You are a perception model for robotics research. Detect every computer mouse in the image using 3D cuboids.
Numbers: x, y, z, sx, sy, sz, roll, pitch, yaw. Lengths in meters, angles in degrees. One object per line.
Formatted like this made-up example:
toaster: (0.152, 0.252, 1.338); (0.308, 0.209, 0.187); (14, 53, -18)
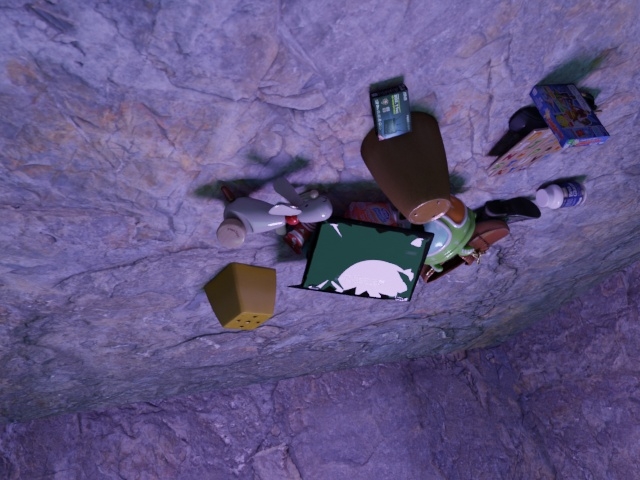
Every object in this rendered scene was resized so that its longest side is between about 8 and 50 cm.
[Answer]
computer mouse: (0.706, -0.367, 1.466); (0.261, 0.060, 0.184); (1, 148, -29)

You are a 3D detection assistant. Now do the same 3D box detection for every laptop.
laptop: (0.118, 0.077, 1.685); (0.381, 0.236, 0.408); (9, 116, -13)

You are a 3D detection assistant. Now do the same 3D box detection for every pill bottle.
pill bottle: (0.921, -0.172, 1.883); (0.169, 0.094, 0.094); (-8, 151, -15)

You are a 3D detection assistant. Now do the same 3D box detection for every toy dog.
toy dog: (-0.151, -0.106, 1.395); (0.333, 0.220, 0.161); (-21, 120, -6)

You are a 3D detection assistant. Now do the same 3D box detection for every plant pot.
plant pot: (-0.291, 0.227, 1.876); (0.212, 0.187, 0.212); (12, 141, -42)
plant pot: (0.262, -0.183, 1.365); (0.236, 0.255, 0.237); (-13, 151, -7)

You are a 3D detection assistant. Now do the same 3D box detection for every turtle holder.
turtle holder: (0.368, -0.049, 1.715); (0.227, 0.244, 0.320); (35, 159, -24)

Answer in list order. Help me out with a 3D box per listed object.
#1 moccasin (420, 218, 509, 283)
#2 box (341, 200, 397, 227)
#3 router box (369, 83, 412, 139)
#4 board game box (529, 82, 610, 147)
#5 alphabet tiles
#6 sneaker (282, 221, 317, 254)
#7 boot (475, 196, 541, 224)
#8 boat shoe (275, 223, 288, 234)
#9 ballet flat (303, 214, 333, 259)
moccasin: (0.555, 0.046, 1.902); (0.379, 0.147, 0.139); (-27, 140, 12)
box: (0.136, 0.005, 1.745); (0.153, 0.142, 0.300); (0, 148, -26)
router box: (0.181, -0.326, 1.251); (0.092, 0.038, 0.123); (-17, 129, -1)
board game box: (0.679, -0.345, 1.343); (0.136, 0.201, 0.035); (-7, 151, -14)
alphabet tiles: (0.698, -0.298, 1.552); (0.284, 0.011, 0.342); (-13, 162, -25)
sneaker: (-0.051, -0.028, 1.654); (0.128, 0.087, 0.221); (-45, -175, -11)
boot: (0.719, -0.072, 1.976); (0.262, 0.091, 0.229); (2, 149, -10)
boat shoe: (-0.123, -0.069, 1.593); (0.048, 0.042, 0.133); (9, 148, -2)
ballet flat: (0.000, 0.000, 1.727); (0.083, 0.087, 0.247); (-3, 149, -22)
